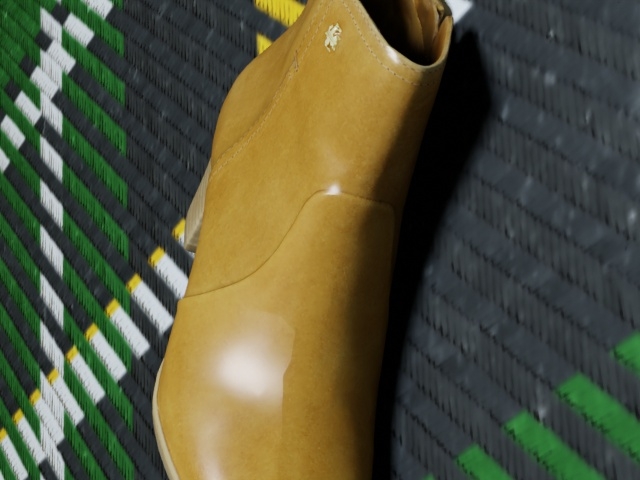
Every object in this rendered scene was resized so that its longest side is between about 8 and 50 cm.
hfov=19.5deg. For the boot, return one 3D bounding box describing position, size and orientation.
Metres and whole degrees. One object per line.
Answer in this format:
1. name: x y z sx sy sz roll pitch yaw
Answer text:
1. boot: 0.001 0.000 0.879 0.295 0.104 0.211 -100 31 -43
